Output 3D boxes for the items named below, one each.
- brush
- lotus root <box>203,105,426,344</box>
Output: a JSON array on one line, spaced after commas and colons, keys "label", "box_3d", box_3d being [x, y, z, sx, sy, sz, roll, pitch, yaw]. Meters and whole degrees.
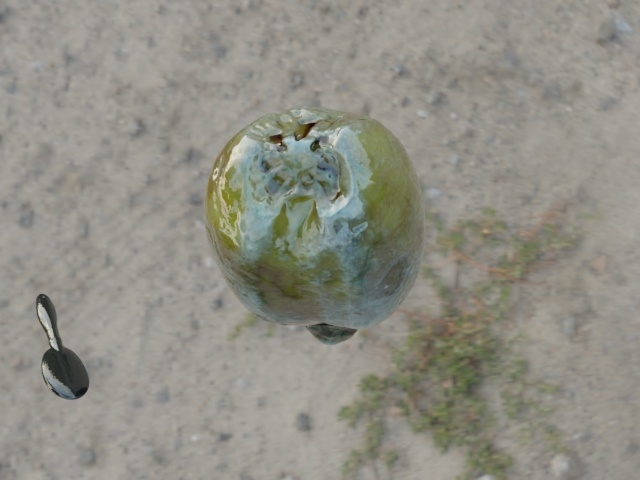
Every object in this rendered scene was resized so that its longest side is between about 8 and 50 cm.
[{"label": "brush", "box_3d": [-0.139, 0.056, 0.773, 0.083, 0.024, 0.008, -120, 37, -46]}, {"label": "lotus root", "box_3d": [0.000, 0.000, 0.779, 0.113, 0.192, 0.088, -5, 63, 4]}]
